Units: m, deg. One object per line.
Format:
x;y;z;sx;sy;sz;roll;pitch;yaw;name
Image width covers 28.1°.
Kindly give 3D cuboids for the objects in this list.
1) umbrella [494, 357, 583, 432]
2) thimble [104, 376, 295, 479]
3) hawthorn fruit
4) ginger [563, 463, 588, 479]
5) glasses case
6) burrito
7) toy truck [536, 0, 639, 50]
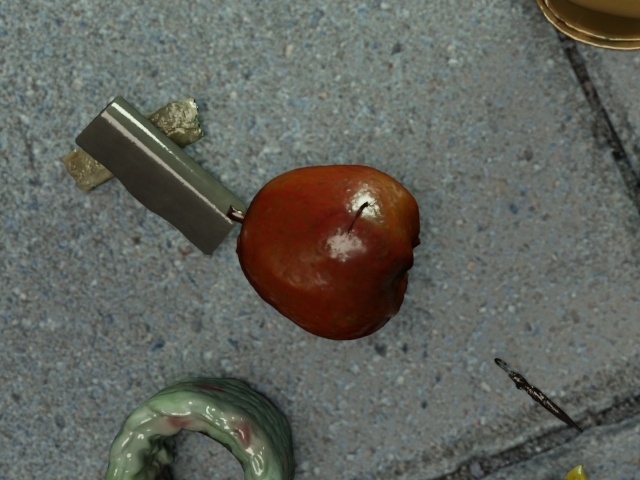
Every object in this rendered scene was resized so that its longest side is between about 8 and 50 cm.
0.229;0.164;1.352;0.122;0.022;0.013;41;73;-4;umbrella
-0.122;0.255;1.351;0.185;0.149;0.211;-1;93;8;thimble
0.000;0.000;1.305;0.202;0.185;0.185;18;95;12;hawthorn fruit
0.225;0.327;1.292;0.102;0.157;0.216;17;89;-6;ginger
-0.170;-0.068;1.373;0.190;0.042;0.072;41;117;-10;glasses case
-0.204;-0.105;1.404;0.171;0.042;0.051;-24;98;12;burrito
0.304;-0.330;1.221;0.204;0.211;0.288;13;98;9;toy truck
